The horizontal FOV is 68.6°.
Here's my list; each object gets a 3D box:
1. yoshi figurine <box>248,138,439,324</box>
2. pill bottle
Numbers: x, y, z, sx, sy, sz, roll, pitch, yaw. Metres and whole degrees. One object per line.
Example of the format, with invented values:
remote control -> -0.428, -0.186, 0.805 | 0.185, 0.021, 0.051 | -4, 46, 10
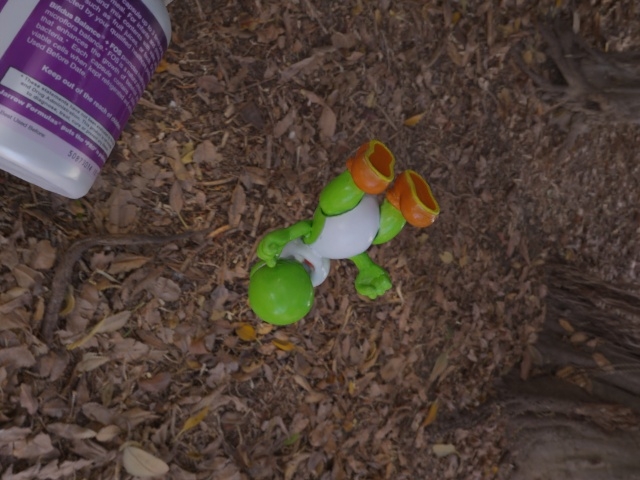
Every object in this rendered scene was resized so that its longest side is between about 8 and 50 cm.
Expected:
yoshi figurine -> 0.005, 0.023, 0.759 | 0.203, 0.362, 0.204 | -13, 67, -54
pill bottle -> -0.269, -0.213, 0.511 | 0.169, 0.169, 0.302 | 34, 74, -42
